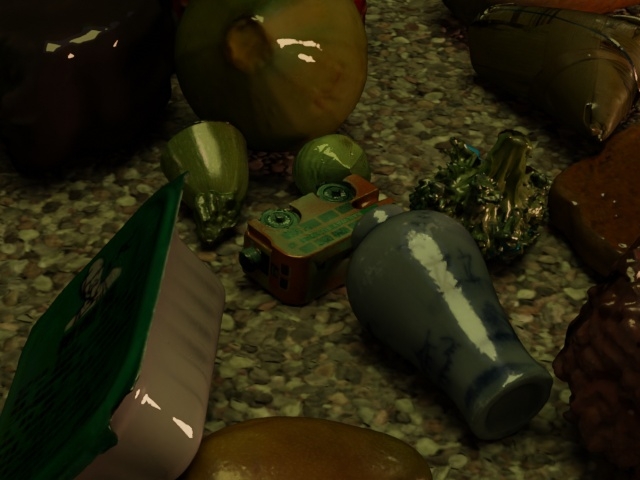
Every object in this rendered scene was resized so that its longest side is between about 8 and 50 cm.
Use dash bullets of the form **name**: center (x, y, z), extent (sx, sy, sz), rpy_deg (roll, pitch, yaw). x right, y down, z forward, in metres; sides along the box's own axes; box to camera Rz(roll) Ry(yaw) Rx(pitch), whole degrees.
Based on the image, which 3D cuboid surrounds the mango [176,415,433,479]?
- **mango**: center (-0.017, 0.203, 1.086), extent (0.227, 0.099, 0.136), rpy_deg (-4, 35, -23)

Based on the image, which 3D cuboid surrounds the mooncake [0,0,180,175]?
- **mooncake**: center (-0.348, -0.251, 1.594), extent (0.350, 0.212, 0.381), rpy_deg (-36, 54, -27)

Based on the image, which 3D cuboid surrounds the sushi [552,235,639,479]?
- **sushi**: center (0.342, 0.107, 1.176), extent (0.236, 0.171, 0.270), rpy_deg (48, 48, 11)

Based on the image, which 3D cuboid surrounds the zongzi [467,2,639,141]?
- **zongzi**: center (0.272, -0.203, 1.646), extent (0.260, 0.123, 0.289), rpy_deg (14, 35, 26)

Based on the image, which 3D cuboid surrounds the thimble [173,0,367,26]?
- **thimble**: center (-0.093, -0.385, 1.801), extent (0.350, 0.230, 0.350), rpy_deg (1, 34, -1)

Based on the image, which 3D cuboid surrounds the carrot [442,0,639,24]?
- **carrot**: center (0.331, -0.414, 1.886), extent (0.340, 0.224, 0.224), rpy_deg (-9, 37, -27)

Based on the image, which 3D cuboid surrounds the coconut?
- **coconut**: center (0.014, -0.079, 1.492), extent (0.088, 0.088, 0.096), rpy_deg (-17, 8, -26)

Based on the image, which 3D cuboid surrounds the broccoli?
- **broccoli**: center (0.182, -0.056, 1.415), extent (0.167, 0.160, 0.154), rpy_deg (18, 33, -11)

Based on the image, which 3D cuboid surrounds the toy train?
- **toy train**: center (0.000, 0.000, 1.398), extent (0.188, 0.072, 0.099), rpy_deg (-27, 51, -36)

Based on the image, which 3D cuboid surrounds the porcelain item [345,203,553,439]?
- **porcelain item**: center (0.115, 0.068, 1.256), extent (0.141, 0.141, 0.259), rpy_deg (-15, 47, -24)

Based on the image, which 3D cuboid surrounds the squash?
- **squash**: center (-0.114, -0.055, 1.461), extent (0.105, 0.105, 0.132), rpy_deg (-9, 51, -17)

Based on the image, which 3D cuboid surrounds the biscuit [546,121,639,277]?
- **biscuit**: center (0.453, -0.043, 1.491), extent (0.359, 0.074, 0.381), rpy_deg (17, 36, 19)

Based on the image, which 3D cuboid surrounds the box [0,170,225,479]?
- **box**: center (-0.174, 0.125, 1.113), extent (0.106, 0.264, 0.337), rpy_deg (36, 30, -20)

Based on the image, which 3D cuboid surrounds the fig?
- **fig**: center (-0.064, -0.224, 1.534), extent (0.239, 0.239, 0.271), rpy_deg (10, -2, 9)
